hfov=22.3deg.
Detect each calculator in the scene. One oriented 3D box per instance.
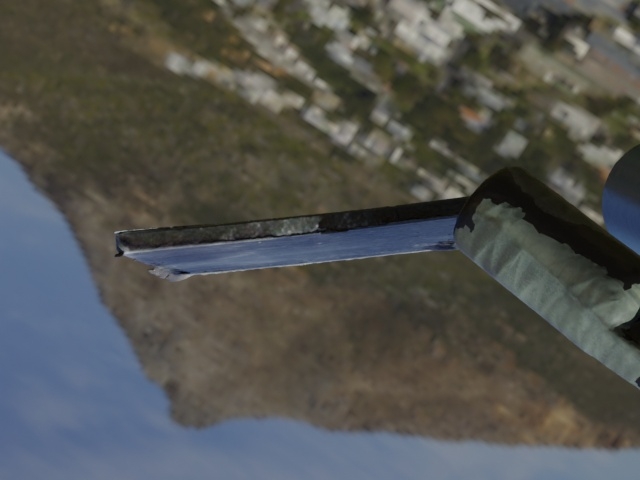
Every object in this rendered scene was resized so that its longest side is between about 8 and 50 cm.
[{"bbox_3d":[0.000,0.000,1.137,0.262,0.021,0.161,-6,171,9],"label":"calculator"}]

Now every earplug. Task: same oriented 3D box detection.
[{"bbox_3d":[0.355,-0.020,1.534,0.132,0.132,0.273,32,-173,-5],"label":"earplug"}]

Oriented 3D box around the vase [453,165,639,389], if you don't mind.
[{"bbox_3d":[0.165,0.041,0.858,0.211,0.060,0.060,39,-174,25],"label":"vase"}]
